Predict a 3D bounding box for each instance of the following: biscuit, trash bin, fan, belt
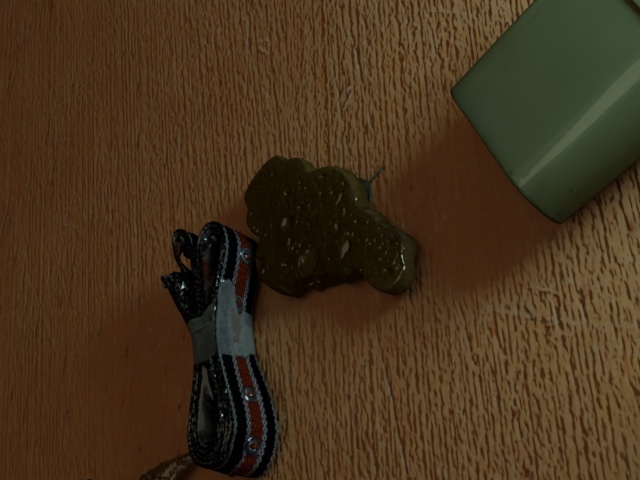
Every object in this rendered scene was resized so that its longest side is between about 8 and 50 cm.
[{"bbox_3d":[0.006,-0.007,1.377,0.320,0.047,0.183,16,88,45],"label":"biscuit"},{"bbox_3d":[0.289,-0.179,1.162,0.247,0.121,0.243,-43,49,21],"label":"trash bin"},{"bbox_3d":[0.048,-0.067,1.398,0.060,0.003,0.080,19,85,43],"label":"fan"},{"bbox_3d":[-0.130,0.139,1.399,0.126,0.094,0.359,-30,55,26],"label":"belt"}]

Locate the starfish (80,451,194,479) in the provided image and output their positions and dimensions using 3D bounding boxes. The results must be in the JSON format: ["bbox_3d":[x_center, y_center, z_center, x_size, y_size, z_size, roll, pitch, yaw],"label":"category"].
[{"bbox_3d":[-0.272,0.406,1.429,0.302,0.060,0.299,1,75,42],"label":"starfish"}]
